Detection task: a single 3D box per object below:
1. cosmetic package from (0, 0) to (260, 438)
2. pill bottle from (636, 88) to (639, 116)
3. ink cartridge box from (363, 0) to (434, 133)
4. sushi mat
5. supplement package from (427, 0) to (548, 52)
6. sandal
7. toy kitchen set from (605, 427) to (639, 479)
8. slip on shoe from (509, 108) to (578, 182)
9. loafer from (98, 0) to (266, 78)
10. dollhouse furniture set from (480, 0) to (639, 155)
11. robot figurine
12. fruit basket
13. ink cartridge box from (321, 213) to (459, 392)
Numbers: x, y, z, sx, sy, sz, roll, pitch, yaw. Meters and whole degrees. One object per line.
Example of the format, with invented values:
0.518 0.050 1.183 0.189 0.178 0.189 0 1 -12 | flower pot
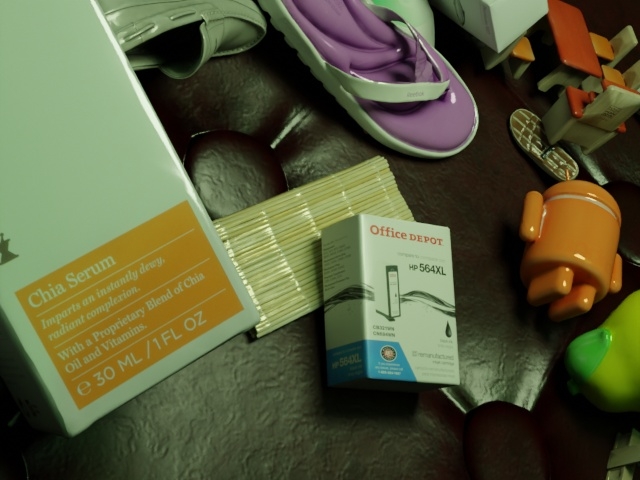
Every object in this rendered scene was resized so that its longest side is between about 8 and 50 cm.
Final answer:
-0.274 -0.062 1.070 0.230 0.161 0.453 -32 99 -26 | cosmetic package
0.554 -0.230 1.824 0.120 0.067 0.067 49 52 -5 | pill bottle
0.094 -0.275 1.553 0.181 0.056 0.225 -17 77 -37 | ink cartridge box
0.000 0.000 1.389 0.316 0.019 0.151 -24 85 -38 | sushi mat
0.227 -0.375 1.583 0.105 0.105 0.179 -39 56 -10 | supplement package
0.082 -0.243 1.457 0.416 0.102 0.169 33 68 -31 | sandal
0.447 0.310 1.511 0.075 0.068 0.083 36 54 -15 | toy kitchen set
0.335 -0.139 1.659 0.051 0.041 0.135 -43 79 -3 | slip on shoe
-0.171 -0.239 1.297 0.319 0.112 0.111 -14 68 -51 | loafer
0.390 -0.271 1.661 0.262 0.135 0.259 13 50 -27 | dollhouse furniture set
0.355 0.007 1.551 0.158 0.128 0.219 13 57 12 | robot figurine
0.531 0.125 1.526 0.392 0.392 0.283 29 56 -19 | fruit basket
0.086 0.079 1.351 0.148 0.086 0.203 8 72 -34 | ink cartridge box
